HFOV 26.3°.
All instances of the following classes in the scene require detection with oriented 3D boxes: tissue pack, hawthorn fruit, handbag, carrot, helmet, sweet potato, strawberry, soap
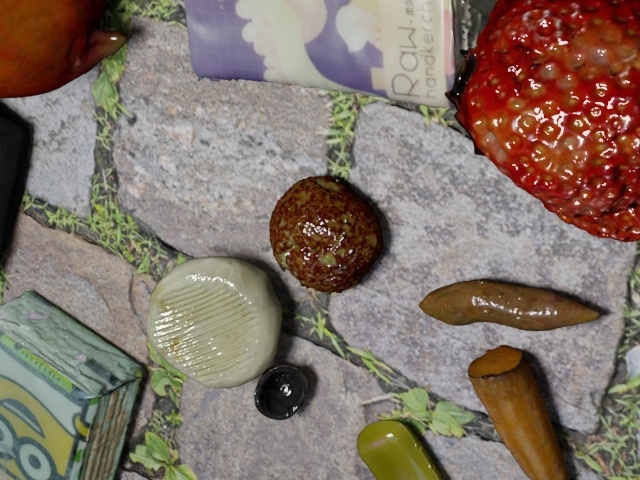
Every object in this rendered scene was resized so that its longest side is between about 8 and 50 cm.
[{"bbox_3d":[-0.395,0.259,1.967,0.228,0.128,0.310,32,125,21],"label":"tissue pack"},{"bbox_3d":[0.017,-0.278,1.438,0.344,0.125,0.242,11,117,31],"label":"tissue pack"},{"bbox_3d":[-0.404,-0.308,1.637,0.295,0.295,0.311,-13,127,38],"label":"hawthorn fruit"},{"bbox_3d":[-0.517,-0.103,1.916,0.244,0.088,0.275,34,130,21],"label":"handbag"},{"bbox_3d":[0.240,0.220,1.559,0.072,0.072,0.205,-18,107,39],"label":"carrot"},{"bbox_3d":[-0.048,0.182,1.744,0.065,0.049,0.084,28,111,-12],"label":"helmet"},{"bbox_3d":[0.202,0.071,1.514,0.218,0.051,0.065,2,153,34],"label":"sweet potato"},{"bbox_3d":[0.278,-0.129,1.251,0.288,0.250,0.238,4,77,56],"label":"strawberry"},{"bbox_3d":[0.102,0.282,1.688,0.089,0.045,0.140,-32,90,37],"label":"soap"}]

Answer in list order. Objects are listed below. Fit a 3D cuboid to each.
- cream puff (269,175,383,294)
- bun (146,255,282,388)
[{"bbox_3d":[0.000,0.000,1.605,0.149,0.084,0.149,16,119,31],"label":"cream puff"},{"bbox_3d":[-0.128,0.092,1.724,0.183,0.102,0.183,6,116,13],"label":"bun"}]
